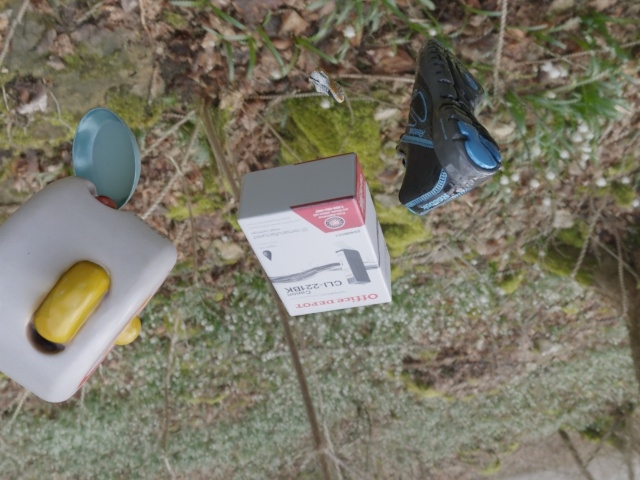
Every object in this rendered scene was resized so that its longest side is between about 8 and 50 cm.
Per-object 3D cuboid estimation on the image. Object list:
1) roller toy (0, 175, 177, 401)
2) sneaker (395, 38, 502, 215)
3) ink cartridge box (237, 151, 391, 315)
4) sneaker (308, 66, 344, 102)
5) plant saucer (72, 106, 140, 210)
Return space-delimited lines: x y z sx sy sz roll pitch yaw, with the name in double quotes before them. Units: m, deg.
"roller toy" -0.235 0.048 0.644 0.146 0.191 0.209 37 129 -7
"sneaker" 0.162 -0.179 0.987 0.125 0.341 0.139 35 126 -21
"ink cartridge box" 0.000 0.000 1.155 0.196 0.114 0.273 -10 138 14
"sneaker" 0.012 -0.302 1.328 0.037 0.083 0.032 -37 -175 41
"plant saucer" -0.240 -0.091 0.767 0.021 0.119 0.119 -13 135 -51
